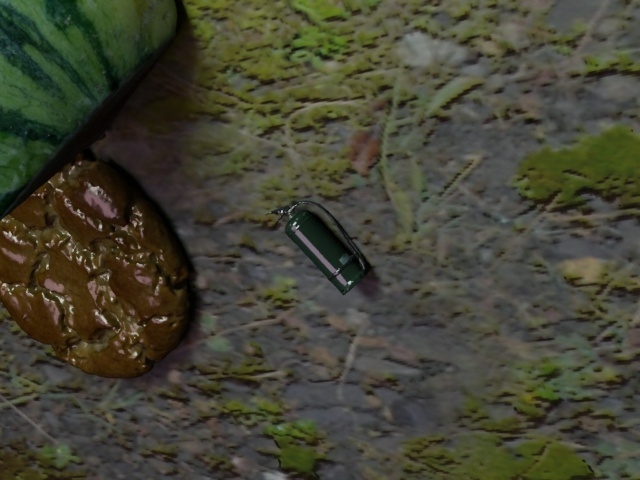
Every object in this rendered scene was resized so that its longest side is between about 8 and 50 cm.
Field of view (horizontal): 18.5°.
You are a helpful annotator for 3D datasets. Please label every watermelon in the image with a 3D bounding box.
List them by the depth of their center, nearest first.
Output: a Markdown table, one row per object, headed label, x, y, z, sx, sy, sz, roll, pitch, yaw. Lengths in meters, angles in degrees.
| label | x | y | z | sx | sy | sz | roll | pitch | yaw |
| --- | --- | --- | --- | --- | --- | --- | --- | --- | --- |
| watermelon | -0.250 | -0.142 | 1.421 | 0.213 | 0.262 | 0.201 | 42 | 165 | -1 |

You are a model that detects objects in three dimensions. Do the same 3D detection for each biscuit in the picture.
| label | x | y | z | sx | sy | sz | roll | pitch | yaw |
| --- | --- | --- | --- | --- | --- | --- | --- | --- | --- |
| biscuit | -0.198 | 0.018 | 1.595 | 0.226 | 0.042 | 0.226 | 20 | 130 | 26 |

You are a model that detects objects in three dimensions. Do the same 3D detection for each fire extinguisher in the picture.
| label | x | y | z | sx | sy | sz | roll | pitch | yaw |
| --- | --- | --- | --- | --- | --- | --- | --- | --- | --- |
| fire extinguisher | 0.000 | 0.000 | 1.443 | 0.038 | 0.025 | 0.083 | -44 | 90 | 9 |
